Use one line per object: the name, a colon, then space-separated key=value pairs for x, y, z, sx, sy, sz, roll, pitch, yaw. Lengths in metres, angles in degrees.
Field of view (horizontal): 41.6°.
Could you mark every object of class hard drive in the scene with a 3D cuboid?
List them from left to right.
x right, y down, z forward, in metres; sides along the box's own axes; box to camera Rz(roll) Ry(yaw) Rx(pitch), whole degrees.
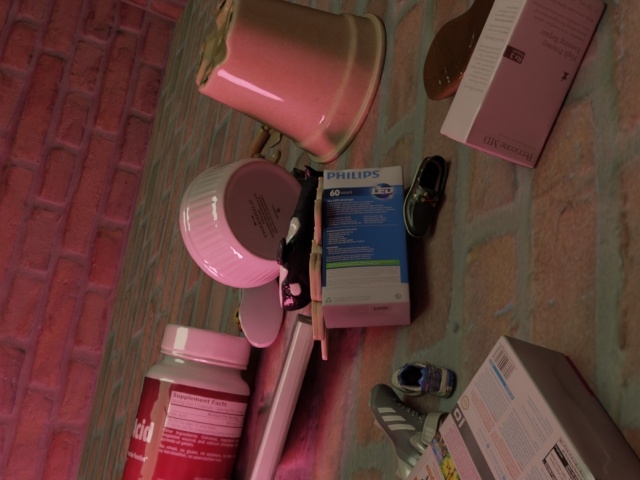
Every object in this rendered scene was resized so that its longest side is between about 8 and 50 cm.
hard drive: x=-0.067 y=0.290 z=1.519 sx=0.203 sy=0.040 sz=0.307 roll=156 pitch=130 yaw=-88

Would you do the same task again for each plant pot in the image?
plant pot: x=-0.081 y=-0.364 z=1.748 sx=0.334 sy=0.305 sz=0.334 roll=-48 pitch=33 yaw=46

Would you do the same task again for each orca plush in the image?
orca plush: x=0.000 y=0.000 z=1.639 sx=0.151 sy=0.102 sz=0.287 roll=61 pitch=-139 yaw=-55

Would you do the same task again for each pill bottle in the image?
pill bottle: x=-0.273 y=0.382 z=1.759 sx=0.224 sy=0.224 sz=0.392 roll=-11 pitch=66 yaw=65

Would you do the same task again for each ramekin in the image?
ramekin: x=-0.138 y=-0.045 z=1.720 sx=0.127 sy=0.273 sz=0.273 roll=-22 pitch=54 yaw=50

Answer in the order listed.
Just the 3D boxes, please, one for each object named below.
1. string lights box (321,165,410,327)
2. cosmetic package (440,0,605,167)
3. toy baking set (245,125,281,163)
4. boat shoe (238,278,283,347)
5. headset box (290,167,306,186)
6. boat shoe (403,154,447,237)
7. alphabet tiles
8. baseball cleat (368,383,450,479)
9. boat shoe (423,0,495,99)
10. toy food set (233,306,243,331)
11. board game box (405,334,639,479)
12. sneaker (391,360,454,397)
string lights box: x=0.072 y=0.005 z=1.341 sx=0.077 sy=0.133 sz=0.259 roll=79 pitch=-170 yaw=-55
cosmetic package: x=0.262 y=-0.223 z=1.106 sx=0.231 sy=0.117 sz=0.085 roll=-70 pitch=22 yaw=10
toy baking set: x=-0.163 y=-0.193 z=2.173 sx=0.256 sy=0.030 sz=0.196 roll=-51 pitch=31 yaw=42
boat shoe: x=-0.135 y=0.115 z=1.821 sx=0.088 sy=0.096 sz=0.267 roll=86 pitch=171 yaw=-59
headset box: x=-0.056 y=-0.110 z=1.866 sx=0.062 sy=0.032 sz=0.083 roll=-55 pitch=27 yaw=36
boat shoe: x=0.163 y=-0.070 z=1.311 sx=0.042 sy=0.049 sz=0.133 roll=151 pitch=137 yaw=-70
alphabet tiles: x=0.001 y=0.046 z=1.437 sx=0.284 sy=0.021 sz=0.278 roll=-82 pitch=-10 yaw=-67
baseball cleat: x=0.133 y=0.252 z=1.152 sx=0.109 sy=0.072 sz=0.206 roll=-49 pitch=34 yaw=18
boat shoe: x=0.249 y=-0.298 z=1.250 sx=0.285 sy=0.089 sz=0.104 roll=-42 pitch=53 yaw=56
toy food set: x=-0.178 y=0.172 z=1.961 sx=0.082 sy=0.020 sz=0.083 roll=-60 pitch=25 yaw=28
board game box: x=0.198 y=0.294 z=0.917 sx=0.303 sy=0.097 sz=0.224 roll=-61 pitch=25 yaw=24
sneaker: x=0.131 y=0.190 z=1.191 sx=0.135 sy=0.058 sz=0.052 roll=-19 pitch=57 yaw=63
